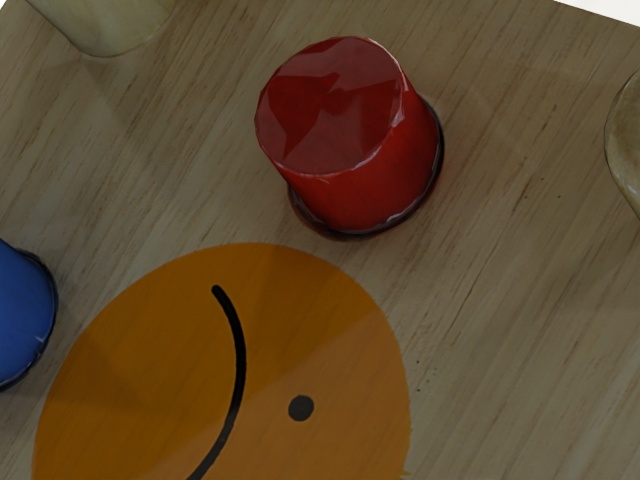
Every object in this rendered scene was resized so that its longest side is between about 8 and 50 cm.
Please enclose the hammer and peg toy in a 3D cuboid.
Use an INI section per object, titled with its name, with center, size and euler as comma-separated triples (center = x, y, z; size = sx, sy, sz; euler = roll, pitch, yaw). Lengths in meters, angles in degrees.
[hammer and peg toy]
center = 0.000, 0.000, 0.423
size = 0.266, 0.127, 0.361
euler = 22, -102, 32
